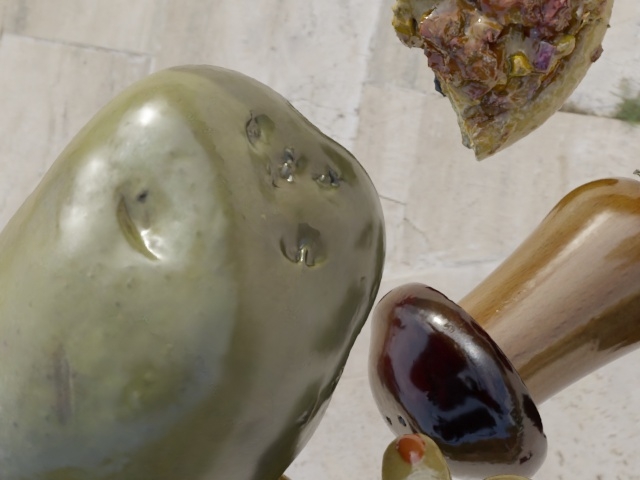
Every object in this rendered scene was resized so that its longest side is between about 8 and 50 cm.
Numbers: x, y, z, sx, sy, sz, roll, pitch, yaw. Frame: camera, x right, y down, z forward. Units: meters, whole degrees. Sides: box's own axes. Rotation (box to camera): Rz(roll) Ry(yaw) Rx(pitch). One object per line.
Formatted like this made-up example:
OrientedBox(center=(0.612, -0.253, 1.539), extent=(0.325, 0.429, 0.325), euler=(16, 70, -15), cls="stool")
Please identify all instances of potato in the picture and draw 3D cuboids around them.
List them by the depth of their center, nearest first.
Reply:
OrientedBox(center=(-0.098, 0.060, 0.623), extent=(0.221, 0.243, 0.326), euler=(35, 111, -6), cls="potato")

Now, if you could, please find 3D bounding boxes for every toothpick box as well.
OrientedBox(center=(0.182, 0.076, 0.889), extent=(0.294, 0.192, 0.192), euler=(-33, 64, -15), cls="toothpick box")

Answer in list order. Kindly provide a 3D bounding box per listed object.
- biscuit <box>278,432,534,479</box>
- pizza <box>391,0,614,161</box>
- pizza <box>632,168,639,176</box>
OrientedBox(center=(0.051, 0.200, 0.674), extent=(0.234, 0.030, 0.153), euler=(-4, 60, 7), cls="biscuit")
OrientedBox(center=(0.216, -0.300, 1.230), extent=(0.277, 0.114, 0.409), euler=(20, 105, -2), cls="pizza")
OrientedBox(center=(0.356, -0.031, 0.741), extent=(0.147, 0.226, 0.069), euler=(-123, 22, -56), cls="pizza")
